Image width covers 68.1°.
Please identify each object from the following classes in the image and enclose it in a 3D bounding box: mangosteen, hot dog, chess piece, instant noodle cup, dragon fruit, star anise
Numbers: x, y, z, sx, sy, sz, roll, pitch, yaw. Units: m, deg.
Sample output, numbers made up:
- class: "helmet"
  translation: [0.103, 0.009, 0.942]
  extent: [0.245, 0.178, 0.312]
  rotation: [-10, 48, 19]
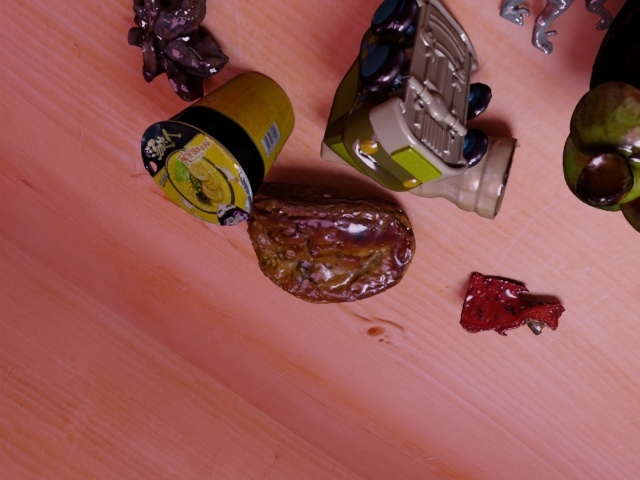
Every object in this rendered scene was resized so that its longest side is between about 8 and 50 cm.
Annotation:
- class: "mangosteen"
  translation: [0.398, -0.139, 0.443]
  extent: [0.311, 0.311, 0.311]
  rotation: [19, 141, 16]
- class: "hot dog"
  translation: [0.000, 0.000, 0.978]
  extent: [0.387, 0.174, 0.267]
  rotation: [11, 136, 27]
- class: "chess piece"
  translation: [0.152, -0.127, 0.767]
  extent: [0.300, 0.137, 0.137]
  rotation: [16, 140, 20]
- class: "instant noodle cup"
  translation: [-0.159, -0.176, 0.841]
  extent: [0.215, 0.236, 0.216]
  rotation: [20, 142, 16]
- class: "dragon fruit"
  translation: [0.390, 0.132, 0.961]
  extent: [0.192, 0.123, 0.092]
  rotation: [-1, 171, 31]
- class: "star anise"
  translation: [-0.264, -0.342, 0.847]
  extent: [0.214, 0.099, 0.220]
  rotation: [27, 144, 22]

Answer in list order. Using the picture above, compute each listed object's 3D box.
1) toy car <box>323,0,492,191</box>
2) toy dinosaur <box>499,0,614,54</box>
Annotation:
- class: "toy car"
  translation: [0.096, -0.184, 0.648]
  extent: [0.204, 0.248, 0.198]
  rotation: [30, 151, -33]
- class: "toy dinosaur"
  translation: [0.262, -0.310, 0.545]
  extent: [0.242, 0.053, 0.167]
  rotation: [24, 142, 18]
